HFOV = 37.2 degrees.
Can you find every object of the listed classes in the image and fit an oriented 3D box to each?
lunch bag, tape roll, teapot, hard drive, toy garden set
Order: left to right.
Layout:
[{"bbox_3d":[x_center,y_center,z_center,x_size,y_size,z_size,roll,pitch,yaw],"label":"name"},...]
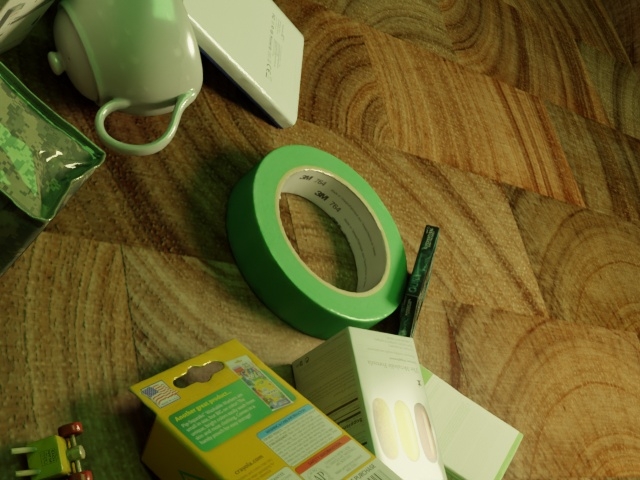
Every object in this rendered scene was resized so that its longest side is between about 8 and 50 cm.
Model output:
[{"bbox_3d":[-0.424,-0.091,1.032,0.287,0.235,0.169,43,37,-13],"label":"lunch bag"},{"bbox_3d":[-0.323,0.303,0.988,0.244,0.049,0.204,2,62,-44],"label":"toy garden set"},{"bbox_3d":[-0.292,-0.275,1.352,0.187,0.256,0.253,-25,120,-17],"label":"teapot"},{"bbox_3d":[-0.135,-0.359,1.595,0.318,0.040,0.210,41,44,-46],"label":"hard drive"},{"bbox_3d":[0.000,0.000,1.529,0.321,0.077,0.321,26,46,-30],"label":"tape roll"}]

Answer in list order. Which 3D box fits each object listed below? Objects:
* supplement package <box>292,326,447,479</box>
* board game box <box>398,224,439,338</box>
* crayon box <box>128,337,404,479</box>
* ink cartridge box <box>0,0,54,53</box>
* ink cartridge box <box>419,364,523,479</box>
[{"bbox_3d":[0.069,0.266,1.346,0.139,0.134,0.244,13,53,-39],"label":"supplement package"},{"bbox_3d":[0.164,0.078,1.607,0.026,0.126,0.186,13,40,9],"label":"board game box"},{"bbox_3d":[-0.069,0.273,1.172,0.323,0.083,0.203,37,33,23],"label":"crayon box"},{"bbox_3d":[-0.417,-0.324,1.233,0.092,0.218,0.158,47,38,-8],"label":"ink cartridge box"},{"bbox_3d":[0.191,0.303,1.512,0.235,0.056,0.171,32,36,13],"label":"ink cartridge box"}]
